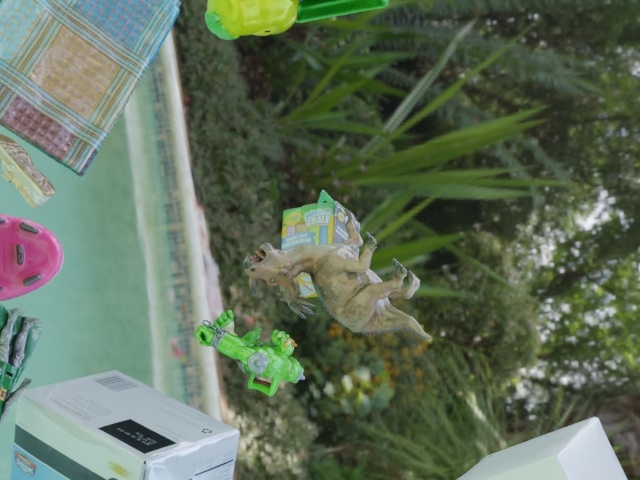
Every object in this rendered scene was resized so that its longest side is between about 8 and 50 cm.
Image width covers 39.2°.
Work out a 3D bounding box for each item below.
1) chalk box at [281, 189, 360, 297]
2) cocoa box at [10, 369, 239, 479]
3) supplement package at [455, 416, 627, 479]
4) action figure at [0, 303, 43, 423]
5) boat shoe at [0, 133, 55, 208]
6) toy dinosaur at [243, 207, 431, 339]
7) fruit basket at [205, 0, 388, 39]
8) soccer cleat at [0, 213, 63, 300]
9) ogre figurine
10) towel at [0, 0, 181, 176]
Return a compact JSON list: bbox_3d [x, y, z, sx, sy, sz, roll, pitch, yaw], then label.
[{"bbox_3d":[0.000,0.000,1.940,0.132,0.132,0.213,40,46,-54],"label":"chalk box"},{"bbox_3d":[-0.351,0.404,1.583,0.231,0.347,0.228,-5,107,-52],"label":"cocoa box"},{"bbox_3d":[0.306,0.399,1.106,0.175,0.177,0.293,-10,73,-57],"label":"supplement package"},{"bbox_3d":[-0.537,0.231,1.509,0.137,0.063,0.232,45,52,-53],"label":"action figure"},{"bbox_3d":[-0.579,-0.131,1.714,0.170,0.059,0.063,49,19,14],"label":"boat shoe"},{"bbox_3d":[0.036,0.083,1.451,0.295,0.200,0.127,44,5,2],"label":"toy dinosaur"},{"bbox_3d":[-0.065,-0.533,1.874,0.283,0.392,0.392,32,27,-33],"label":"fruit basket"},{"bbox_3d":[-0.496,0.036,1.126,0.143,0.331,0.116,155,-75,-70],"label":"soccer cleat"},{"bbox_3d":[-0.096,0.176,1.382,0.118,0.097,0.197,28,-20,32],"label":"ogre figurine"},{"bbox_3d":[-0.414,-0.330,1.489,0.040,0.271,0.370,-4,-123,55],"label":"towel"}]
